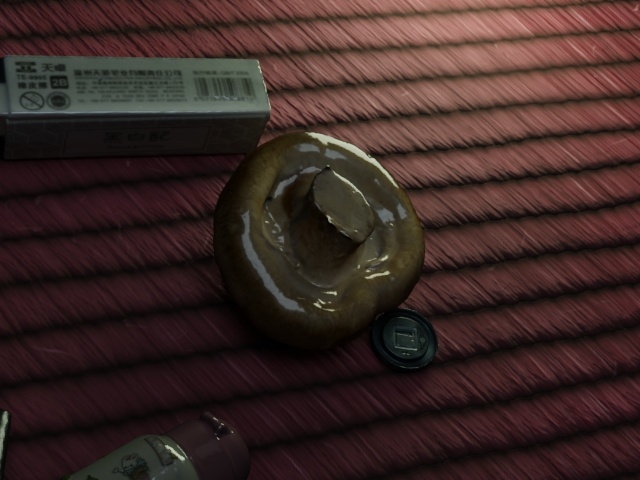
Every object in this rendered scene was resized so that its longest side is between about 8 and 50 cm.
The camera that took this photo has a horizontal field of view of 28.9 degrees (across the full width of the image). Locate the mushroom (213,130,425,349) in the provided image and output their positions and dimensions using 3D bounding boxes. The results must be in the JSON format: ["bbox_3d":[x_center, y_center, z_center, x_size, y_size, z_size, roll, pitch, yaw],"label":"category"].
[{"bbox_3d":[0.000,0.000,1.479,0.278,0.146,0.278,12,59,-21],"label":"mushroom"}]

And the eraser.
[{"bbox_3d":[-0.271,-0.163,1.535,0.404,0.096,0.098,-3,59,-18],"label":"eraser"}]

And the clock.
[{"bbox_3d":[0.101,0.121,1.504,0.085,0.017,0.085,8,54,-12],"label":"clock"}]

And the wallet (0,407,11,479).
[{"bbox_3d":[-0.388,0.278,1.169,0.170,0.044,0.321,-3,36,-7],"label":"wallet"}]

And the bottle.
[{"bbox_3d":[-0.184,0.266,1.252,0.253,0.120,0.120,-26,67,-31],"label":"bottle"}]
